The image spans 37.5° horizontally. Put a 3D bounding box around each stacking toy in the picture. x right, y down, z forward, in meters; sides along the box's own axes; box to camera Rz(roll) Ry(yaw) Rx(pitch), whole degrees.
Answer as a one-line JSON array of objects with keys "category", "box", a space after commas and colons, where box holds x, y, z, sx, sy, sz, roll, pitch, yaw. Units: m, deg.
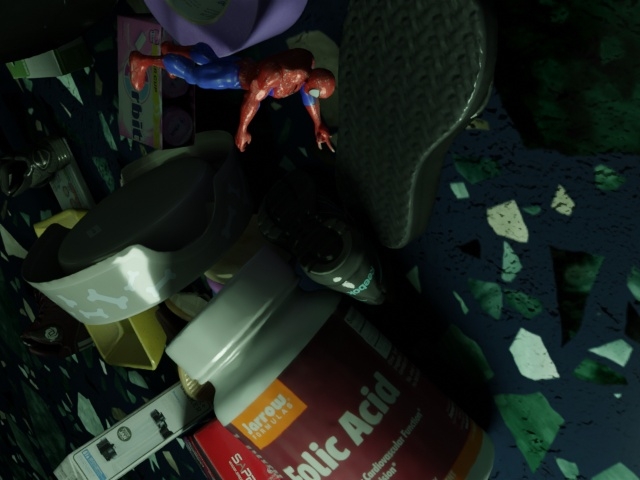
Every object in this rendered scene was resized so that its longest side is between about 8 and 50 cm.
[{"category": "stacking toy", "box": [-0.083, 0.126, 1.427, 0.141, 0.141, 0.330, 27, 141, 39]}]

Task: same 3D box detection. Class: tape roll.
[{"category": "tape roll", "box": [-0.132, -0.363, 1.124, 0.275, 0.090, 0.274, 34, 140, 34]}]

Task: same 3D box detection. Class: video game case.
[{"category": "video game case", "box": [-0.506, -0.121, 1.869, 0.143, 0.019, 0.157, -5, 112, 54]}]

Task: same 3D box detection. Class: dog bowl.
[{"category": "dog bowl", "box": [-0.248, -0.017, 1.340, 0.349, 0.349, 0.102, 2, 130, 52]}]

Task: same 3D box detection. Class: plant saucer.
[{"category": "plant saucer", "box": [-0.418, 0.085, 1.844, 0.333, 0.081, 0.333, -9, 109, 62]}]

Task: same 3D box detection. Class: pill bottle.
[{"category": "pill bottle", "box": [0.009, 0.204, 1.195, 0.392, 0.224, 0.224, 43, 146, -2]}]

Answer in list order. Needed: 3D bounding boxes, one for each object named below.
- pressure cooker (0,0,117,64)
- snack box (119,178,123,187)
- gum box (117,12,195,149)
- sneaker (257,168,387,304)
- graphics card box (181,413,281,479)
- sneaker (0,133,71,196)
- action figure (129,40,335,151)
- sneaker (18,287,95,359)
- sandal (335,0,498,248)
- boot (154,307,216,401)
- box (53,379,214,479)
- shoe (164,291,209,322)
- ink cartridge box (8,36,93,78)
[{"category": "pressure cooker", "box": [-0.475, -0.472, 1.220, 0.370, 0.375, 0.420, -24, 82, 43]}, {"category": "snack box", "box": [-0.290, -0.042, 1.632, 0.141, 0.037, 0.100, 37, 142, 30]}, {"category": "gum box", "box": [-0.235, -0.235, 1.352, 0.107, 0.062, 0.188, 22, 117, 41]}, {"category": "sneaker", "box": [0.000, 0.000, 1.201, 0.106, 0.101, 0.267, 39, -171, -34]}, {"category": "graphics card box", "box": [-0.141, 0.415, 1.665, 0.233, 0.094, 0.371, 56, 165, 3]}, {"category": "sneaker", "box": [-0.575, -0.136, 1.816, 0.227, 0.130, 0.087, -10, 105, 58]}, {"category": "action figure", "box": [-0.091, -0.158, 1.089, 0.280, 0.091, 0.139, 9, 120, 39]}, {"category": "sneaker", "box": [-0.622, 0.154, 2.108, 0.281, 0.162, 0.106, 43, 144, 22]}, {"category": "sandal", "box": [0.100, -0.150, 0.997, 0.167, 0.107, 0.446, 47, 158, 16]}, {"category": "boot", "box": [-0.236, 0.190, 1.644, 0.207, 0.090, 0.248, 42, 169, 30]}, {"category": "box", "box": [-0.362, 0.389, 1.841, 0.087, 0.290, 0.169, 54, 145, 5]}, {"category": "shoe", "box": [-0.192, 0.131, 1.634, 0.219, 0.058, 0.076, 30, 175, 42]}, {"category": "ink cartridge box", "box": [-0.481, -0.341, 1.622, 0.209, 0.062, 0.109, 9, 123, 50]}]
